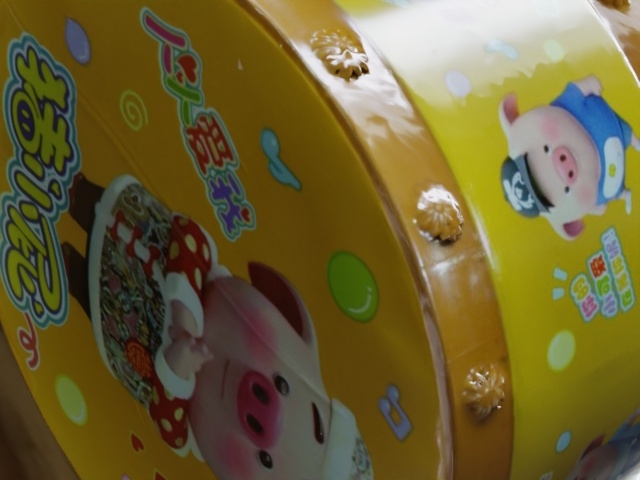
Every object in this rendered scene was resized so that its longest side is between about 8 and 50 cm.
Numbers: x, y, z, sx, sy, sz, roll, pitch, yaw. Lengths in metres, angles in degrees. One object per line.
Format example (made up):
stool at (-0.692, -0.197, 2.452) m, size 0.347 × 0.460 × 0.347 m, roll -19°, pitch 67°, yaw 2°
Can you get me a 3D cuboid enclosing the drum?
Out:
drum at (0.000, 0.000, 0.954) m, size 0.214 × 0.431 × 0.431 m, roll -25°, pitch -38°, yaw -35°
